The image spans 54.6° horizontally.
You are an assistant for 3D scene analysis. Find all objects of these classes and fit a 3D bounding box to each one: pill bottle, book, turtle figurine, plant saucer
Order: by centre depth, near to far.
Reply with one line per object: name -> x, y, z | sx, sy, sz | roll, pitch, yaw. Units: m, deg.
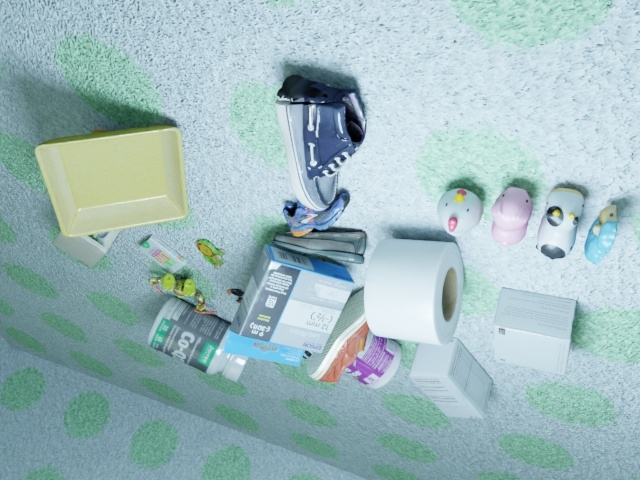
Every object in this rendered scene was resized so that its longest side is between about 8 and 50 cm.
plant saucer -> -0.519, -0.165, 1.587 | 0.333, 0.081, 0.332 | -11, 143, -16
pill bottle -> 0.092, 0.315, 1.914 | 0.301, 0.169, 0.169 | 37, 145, -18
book -> -0.523, 0.044, 2.060 | 0.144, 0.035, 0.096 | 40, 140, -20
turtle figurine -> -0.469, 0.170, 2.142 | 0.270, 0.087, 0.217 | 29, 164, -4
pill bottle -> -0.437, 0.371, 2.300 | 0.361, 0.204, 0.204 | 26, 147, -2

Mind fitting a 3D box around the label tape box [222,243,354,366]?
label tape box -> -0.093, 0.210, 1.700 | 0.249, 0.115, 0.347 | 17, 107, -23

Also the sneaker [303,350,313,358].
sneaker -> -0.014, 0.368, 2.133 | 0.237, 0.086, 0.085 | -19, 126, 45

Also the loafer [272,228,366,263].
loafer -> 0.000, 0.000, 1.636 | 0.268, 0.084, 0.096 | 12, 176, 26

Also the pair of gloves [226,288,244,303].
pair of gloves -> -0.274, 0.193, 2.123 | 0.074, 0.010, 0.083 | -2, 136, 37

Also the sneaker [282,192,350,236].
sneaker -> -0.017, -0.073, 1.527 | 0.221, 0.083, 0.087 | -21, 119, 44

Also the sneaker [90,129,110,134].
sneaker -> -0.581, -0.198, 1.702 | 0.121, 0.099, 0.262 | 15, 145, 23

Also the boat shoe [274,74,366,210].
boat shoe -> 0.020, -0.180, 1.302 | 0.158, 0.127, 0.340 | 16, 146, 27

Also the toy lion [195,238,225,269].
toy lion -> -0.346, 0.039, 1.939 | 0.096, 0.034, 0.100 | 29, 148, 6

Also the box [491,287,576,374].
box -> 0.532, 0.229, 1.555 | 0.182, 0.119, 0.181 | 9, 144, 22

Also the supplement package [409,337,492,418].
supplement package -> 0.400, 0.420, 1.890 | 0.134, 0.139, 0.244 | -11, 131, 41

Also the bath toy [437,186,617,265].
bath toy -> 0.404, -0.041, 1.256 | 0.348, 0.129, 0.151 | 10, 110, 20

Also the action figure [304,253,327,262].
action figure -> 0.004, 0.067, 1.752 | 0.115, 0.030, 0.038 | 24, 153, -8

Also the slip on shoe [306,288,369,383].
slip on shoe -> 0.089, 0.266, 1.762 | 0.101, 0.331, 0.123 | 31, -173, -23

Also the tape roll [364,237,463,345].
tape roll -> 0.229, 0.120, 1.485 | 0.169, 0.246, 0.246 | 4, 142, 29

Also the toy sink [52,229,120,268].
toy sink -> -0.752, -0.024, 2.018 | 0.153, 0.131, 0.234 | 36, 150, -17
